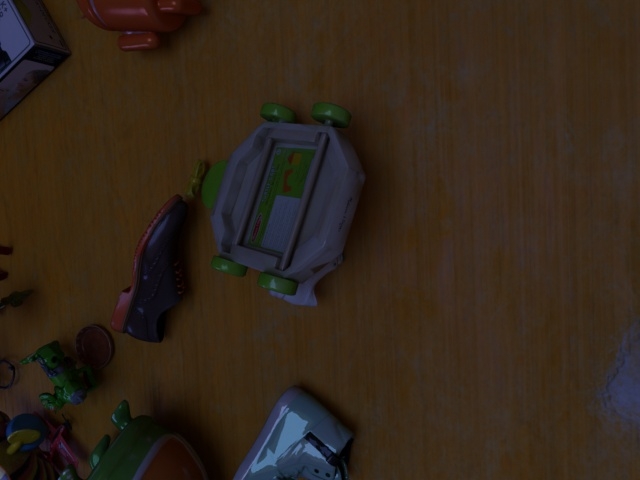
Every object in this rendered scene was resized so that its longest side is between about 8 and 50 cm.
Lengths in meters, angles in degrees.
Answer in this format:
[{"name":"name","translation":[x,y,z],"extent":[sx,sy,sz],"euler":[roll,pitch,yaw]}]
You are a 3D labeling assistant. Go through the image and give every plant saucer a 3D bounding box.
[{"name":"plant saucer","translation":[-0.424,0.199,1.106],"extent":[0.084,0.013,0.083],"euler":[1,94,21]}]

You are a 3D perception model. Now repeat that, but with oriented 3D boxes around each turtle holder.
[{"name":"turtle holder","translation":[-0.321,0.455,0.970],"extent":[0.228,0.243,0.320],"euler":[33,96,-2]}]

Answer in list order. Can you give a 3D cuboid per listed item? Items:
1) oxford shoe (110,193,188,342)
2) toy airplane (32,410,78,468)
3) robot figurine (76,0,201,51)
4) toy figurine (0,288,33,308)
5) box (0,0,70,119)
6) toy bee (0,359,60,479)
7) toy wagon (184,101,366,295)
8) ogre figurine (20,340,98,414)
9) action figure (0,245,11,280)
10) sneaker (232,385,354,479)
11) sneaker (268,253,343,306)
[{"name":"oxford shoe","translation":[-0.266,0.051,1.006],"extent":[0.098,0.097,0.271],"euler":[24,109,-1]},{"name":"toy airplane","translation":[-0.519,0.406,1.149],"extent":[0.151,0.028,0.151],"euler":[0,90,27]},{"name":"robot figurine","translation":[-0.302,-0.406,0.955],"extent":[0.220,0.158,0.128],"euler":[8,57,20]},{"name":"toy figurine","translation":[-0.699,0.247,1.103],"extent":[0.363,0.191,0.217],"euler":[-22,78,19]},{"name":"box","translation":[-0.626,-0.337,1.102],"extent":[0.290,0.087,0.169],"euler":[-31,83,20]},{"name":"toy bee","translation":[-0.611,0.384,1.091],"extent":[0.298,0.162,0.195],"euler":[33,106,24]},{"name":"toy wagon","translation":[-0.084,-0.073,0.887],"extent":[0.344,0.068,0.267],"euler":[14,85,46]},{"name":"ogre figurine","translation":[-0.471,0.243,1.067],"extent":[0.197,0.097,0.118],"euler":[-26,99,42]},{"name":"action figure","translation":[-0.768,0.005,1.160],"extent":[0.281,0.139,0.091],"euler":[19,99,21]},{"name":"sneaker","translation":[-0.044,0.377,0.930],"extent":[0.151,0.094,0.255],"euler":[30,101,22]},{"name":"sneaker","translation":[0.000,0.000,0.909],"extent":[0.094,0.080,0.212],"euler":[23,93,-9]}]
